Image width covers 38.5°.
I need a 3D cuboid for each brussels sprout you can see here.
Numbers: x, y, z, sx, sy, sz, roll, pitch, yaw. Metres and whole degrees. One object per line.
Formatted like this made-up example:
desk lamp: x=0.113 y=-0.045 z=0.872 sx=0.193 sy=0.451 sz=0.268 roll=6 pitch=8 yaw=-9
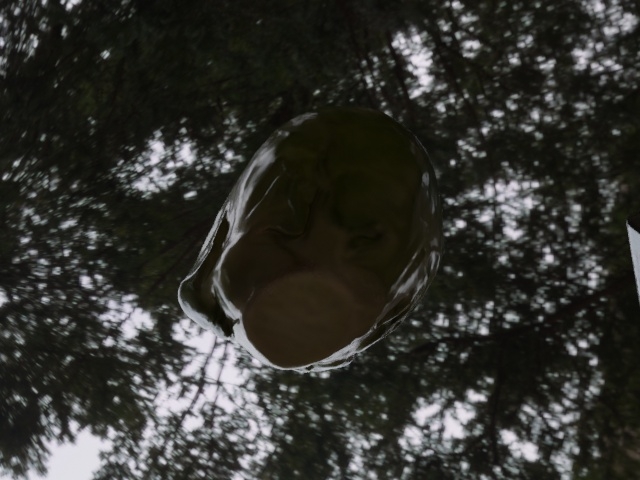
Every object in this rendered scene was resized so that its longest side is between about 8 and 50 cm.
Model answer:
brussels sprout: x=0.004 y=0.001 z=0.480 sx=0.118 sy=0.155 sz=0.155 roll=30 pitch=-103 yaw=-16

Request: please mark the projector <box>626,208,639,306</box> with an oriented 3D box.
projector: x=0.246 y=0.013 z=0.486 sx=0.147 sy=0.061 sz=0.115 roll=-24 pitch=-55 yaw=-4
